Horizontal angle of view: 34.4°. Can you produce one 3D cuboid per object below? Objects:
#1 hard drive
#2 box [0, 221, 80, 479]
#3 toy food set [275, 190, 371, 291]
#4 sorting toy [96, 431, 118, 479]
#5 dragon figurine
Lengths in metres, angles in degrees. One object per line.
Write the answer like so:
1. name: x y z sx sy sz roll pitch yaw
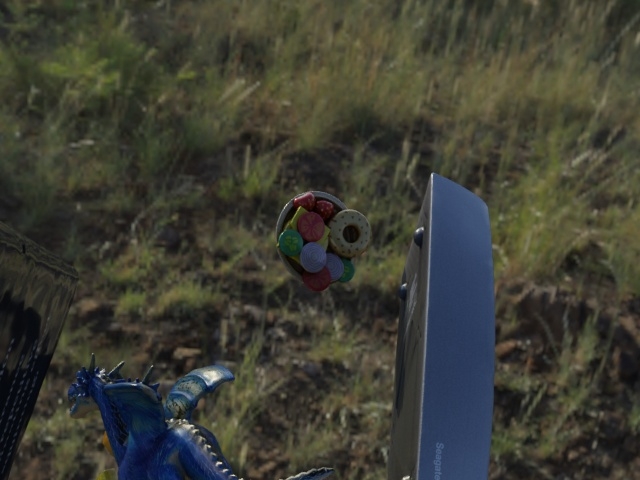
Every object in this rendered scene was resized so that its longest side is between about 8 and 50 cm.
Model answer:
1. hard drive: 0.082 0.100 0.732 0.054 0.172 0.255 7 57 0
2. box: -0.226 0.096 0.249 0.212 0.294 0.395 19 -8 -5
3. toy food set: 0.000 0.000 0.864 0.083 0.083 0.020 37 -23 -22
4. sorting toy: -0.181 0.358 1.243 0.307 0.229 0.041 26 17 35
5. dragon figurine: -0.109 0.137 0.749 0.085 0.144 0.289 -1 -15 -33
